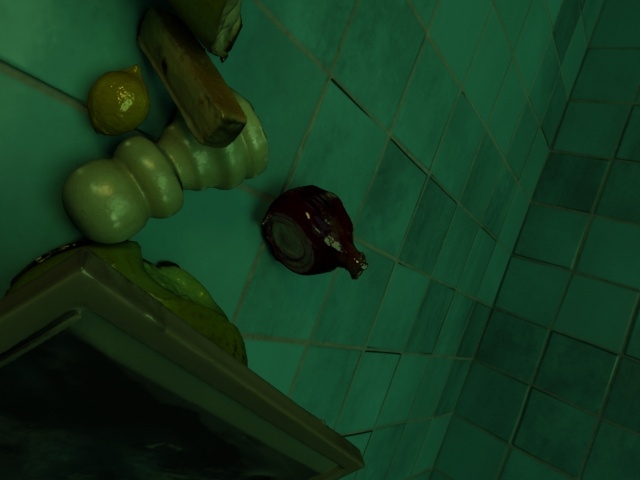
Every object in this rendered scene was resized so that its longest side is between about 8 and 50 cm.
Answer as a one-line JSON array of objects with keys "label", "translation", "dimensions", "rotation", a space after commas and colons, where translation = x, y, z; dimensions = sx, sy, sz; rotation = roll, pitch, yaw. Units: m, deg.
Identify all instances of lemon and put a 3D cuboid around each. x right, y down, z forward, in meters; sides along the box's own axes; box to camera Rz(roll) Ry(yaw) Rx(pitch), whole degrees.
[{"label": "lemon", "translation": [-0.231, -0.161, 0.520], "dimensions": [0.065, 0.065, 0.092], "rotation": [34, 81, -52]}]

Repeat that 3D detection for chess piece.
[{"label": "chess piece", "translation": [-0.196, -0.088, 0.563], "dimensions": [0.243, 0.133, 0.133], "rotation": [-37, 132, -27]}]

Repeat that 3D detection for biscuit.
[{"label": "biscuit", "translation": [-0.152, -0.187, 0.517], "dimensions": [0.056, 0.188, 0.052], "rotation": [-44, 159, 29]}]

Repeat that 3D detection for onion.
[{"label": "onion", "translation": [0.008, -0.010, 0.778], "dimensions": [0.135, 0.198, 0.173], "rotation": [-51, 157, -33]}]

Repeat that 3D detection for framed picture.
[{"label": "framed picture", "translation": [-0.181, 0.217, 0.437], "dimensions": [0.326, 0.028, 0.446], "rotation": [-30, 133, 9]}]

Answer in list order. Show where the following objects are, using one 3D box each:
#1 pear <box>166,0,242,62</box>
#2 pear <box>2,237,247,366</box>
[{"label": "pear", "translation": [-0.137, -0.343, 0.466], "dimensions": [0.178, 0.267, 0.267], "rotation": [23, 87, -17]}, {"label": "pear", "translation": [-0.200, 0.121, 0.539], "dimensions": [0.159, 0.292, 0.292], "rotation": [-55, 141, -4]}]
